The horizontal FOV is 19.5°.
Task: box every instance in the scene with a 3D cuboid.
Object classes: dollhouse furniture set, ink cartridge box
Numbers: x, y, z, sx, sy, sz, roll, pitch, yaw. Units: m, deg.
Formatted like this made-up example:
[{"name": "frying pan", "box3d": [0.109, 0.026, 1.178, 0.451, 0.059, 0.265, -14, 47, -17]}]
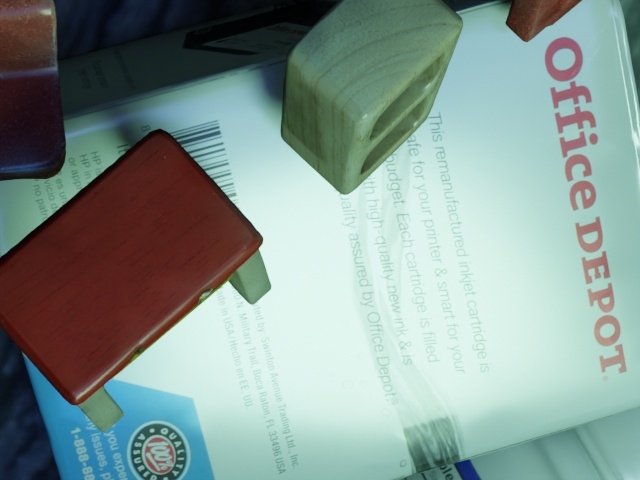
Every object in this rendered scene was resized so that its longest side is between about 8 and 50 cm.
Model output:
[{"name": "dollhouse furniture set", "box3d": [-0.021, -0.126, 0.761, 0.374, 0.152, 0.201, -41, 82, -11]}, {"name": "ink cartridge box", "box3d": [0.000, 0.000, 0.924, 0.307, 0.129, 0.223, -15, 110, -7]}]

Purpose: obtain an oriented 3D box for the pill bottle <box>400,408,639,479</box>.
[{"name": "pill bottle", "box3d": [0.066, 0.174, 1.024, 0.272, 0.152, 0.152, -30, 119, 0]}]
